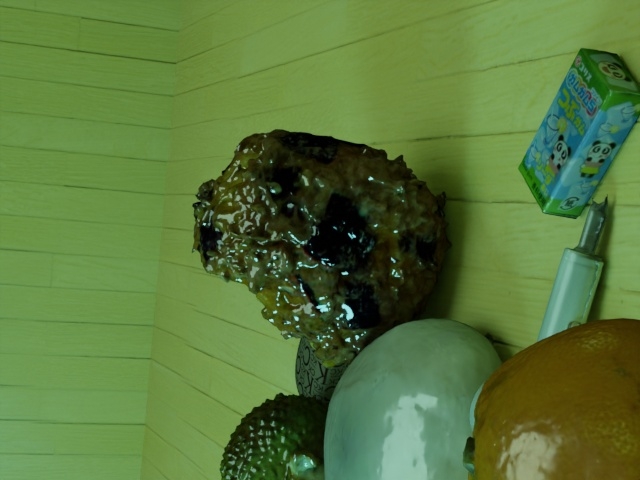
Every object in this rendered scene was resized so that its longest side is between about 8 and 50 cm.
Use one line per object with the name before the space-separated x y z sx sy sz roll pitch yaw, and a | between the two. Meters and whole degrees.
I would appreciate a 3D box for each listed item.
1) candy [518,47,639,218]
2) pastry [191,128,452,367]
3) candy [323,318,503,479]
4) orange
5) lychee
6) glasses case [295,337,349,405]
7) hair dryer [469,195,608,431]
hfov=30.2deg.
candy | 0.322 -0.131 1.471 0.097 0.062 0.194 -108 32 -46
pastry | 0.017 -0.004 1.841 0.337 0.405 0.292 -47 10 11
candy | 0.128 0.337 1.696 0.386 0.186 0.426 -37 54 53
orange | 0.287 0.228 1.166 0.312 0.312 0.312 -175 90 -69
lychee | -0.046 0.402 2.047 0.320 0.270 0.270 -38 -42 -75
glasses case | 0.030 0.154 2.123 0.137 0.085 0.354 -117 39 -50
hair dryer | 0.299 0.115 1.451 0.173 0.108 0.357 27 105 65
